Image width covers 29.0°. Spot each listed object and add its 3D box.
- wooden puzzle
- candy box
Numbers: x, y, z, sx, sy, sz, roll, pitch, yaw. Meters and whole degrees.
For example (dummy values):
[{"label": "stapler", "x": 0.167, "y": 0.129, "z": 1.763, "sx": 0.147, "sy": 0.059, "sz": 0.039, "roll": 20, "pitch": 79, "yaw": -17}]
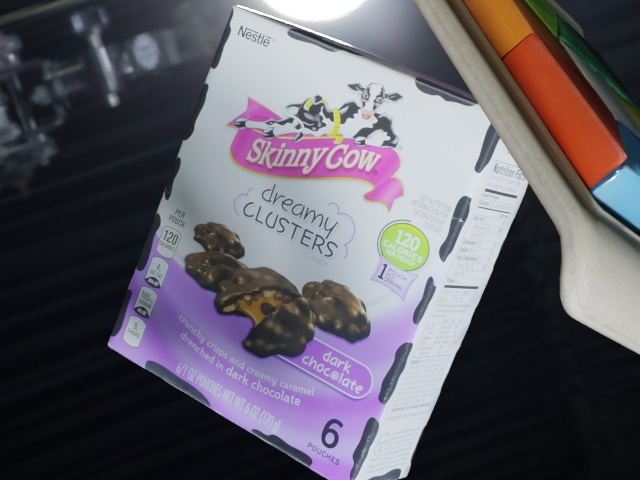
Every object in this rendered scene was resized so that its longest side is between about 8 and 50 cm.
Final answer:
[{"label": "wooden puzzle", "x": 0.122, "y": -0.051, "z": 0.562, "sx": 0.221, "sy": 0.044, "sz": 0.238, "roll": 26, "pitch": -144, "yaw": -50}, {"label": "candy box", "x": 0.000, "y": 0.000, "z": 0.637, "sx": 0.070, "sy": 0.165, "sz": 0.196, "roll": 5, "pitch": -72, "yaw": -60}]
